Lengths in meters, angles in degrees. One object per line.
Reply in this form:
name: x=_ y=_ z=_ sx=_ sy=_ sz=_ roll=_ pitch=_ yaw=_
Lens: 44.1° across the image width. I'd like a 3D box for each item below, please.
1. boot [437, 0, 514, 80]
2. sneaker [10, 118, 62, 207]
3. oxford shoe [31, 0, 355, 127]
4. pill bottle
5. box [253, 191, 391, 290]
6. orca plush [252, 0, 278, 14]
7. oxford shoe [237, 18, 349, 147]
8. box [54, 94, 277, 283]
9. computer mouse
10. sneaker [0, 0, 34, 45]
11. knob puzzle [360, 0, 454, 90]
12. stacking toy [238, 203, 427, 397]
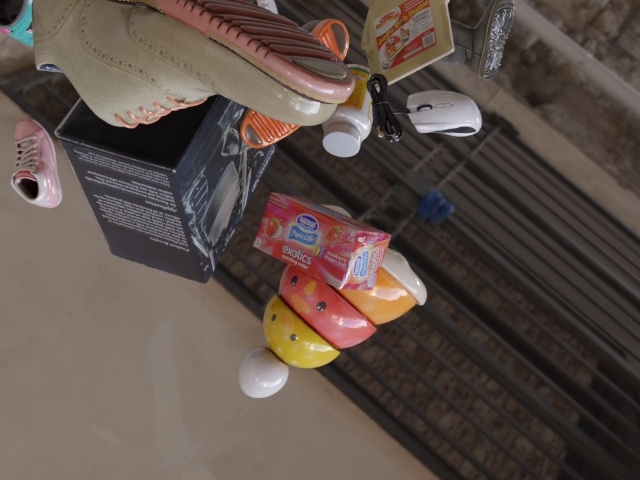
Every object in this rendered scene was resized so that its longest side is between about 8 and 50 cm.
boot: x=0.275 y=-0.433 z=1.597 sx=0.076 sy=0.208 sz=0.189 roll=-17 pitch=132 yaw=-40
sneaker: x=-0.411 y=-0.112 z=1.122 sx=0.051 sy=0.134 sz=0.070 roll=-17 pitch=179 yaw=10
oxford shoe: x=-0.134 y=-0.164 z=0.737 sx=0.140 sy=0.397 sz=0.146 roll=-2 pitch=115 yaw=-49
pill bottle: x=0.067 y=-0.301 z=1.851 sx=0.117 sy=0.117 sz=0.208 roll=121 pitch=-15 yaw=-57
box: x=0.000 y=0.000 z=1.642 sx=0.122 sy=0.257 sz=0.128 roll=8 pitch=104 yaw=-52
orca plush: x=-0.134 y=-0.364 z=1.511 sx=0.102 sy=0.287 sz=0.151 roll=-18 pitch=173 yaw=34
oxford shoe: x=-0.080 y=-0.348 z=1.762 sx=0.363 sy=0.133 sz=0.130 roll=-53 pitch=134 yaw=-23
box: x=-0.334 y=-0.238 z=1.907 sx=0.472 sy=0.297 sz=0.480 roll=90 pitch=21 yaw=-58
computer mouse: x=0.167 y=-0.200 z=1.199 sx=0.193 sy=0.106 sz=0.042 roll=-2 pitch=161 yaw=-21
sneaker: x=-0.510 y=-0.484 z=1.364 sx=0.178 sy=0.124 sz=0.295 roll=-36 pitch=141 yaw=-71
knob puzzle: x=0.150 y=-0.378 z=1.375 sx=0.030 sy=0.213 sz=0.213 roll=7 pitch=129 yaw=-45
stacking toy: x=-0.013 y=0.186 z=1.873 sx=0.480 sy=0.350 sz=0.350 roll=-50 pitch=174 yaw=-3
